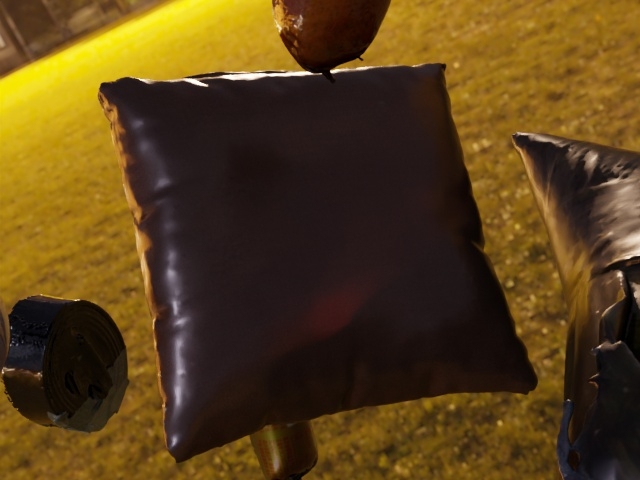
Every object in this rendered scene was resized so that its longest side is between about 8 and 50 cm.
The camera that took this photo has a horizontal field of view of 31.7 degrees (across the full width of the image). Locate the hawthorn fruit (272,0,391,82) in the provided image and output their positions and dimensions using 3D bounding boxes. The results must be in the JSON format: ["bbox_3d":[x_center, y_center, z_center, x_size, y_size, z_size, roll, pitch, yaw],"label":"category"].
[{"bbox_3d":[0.006,-0.152,0.746,0.081,0.093,0.081,8,9,-1],"label":"hawthorn fruit"}]

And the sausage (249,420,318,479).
[{"bbox_3d":[-0.067,0.114,1.218,0.082,0.371,0.082,-14,16,4],"label":"sausage"}]

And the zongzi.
[{"bbox_3d":[0.201,0.057,0.794,0.403,0.207,0.432,-25,44,-38],"label":"zongzi"}]

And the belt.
[{"bbox_3d":[-0.304,0.153,1.355,0.078,0.198,0.151,4,58,23],"label":"belt"}]

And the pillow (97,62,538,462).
[{"bbox_3d":[0.000,0.000,0.891,0.308,0.305,0.108,-7,-19,-21],"label":"pillow"}]

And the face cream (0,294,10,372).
[{"bbox_3d":[-0.276,0.067,0.835,0.091,0.091,0.095,-31,33,-15],"label":"face cream"}]
